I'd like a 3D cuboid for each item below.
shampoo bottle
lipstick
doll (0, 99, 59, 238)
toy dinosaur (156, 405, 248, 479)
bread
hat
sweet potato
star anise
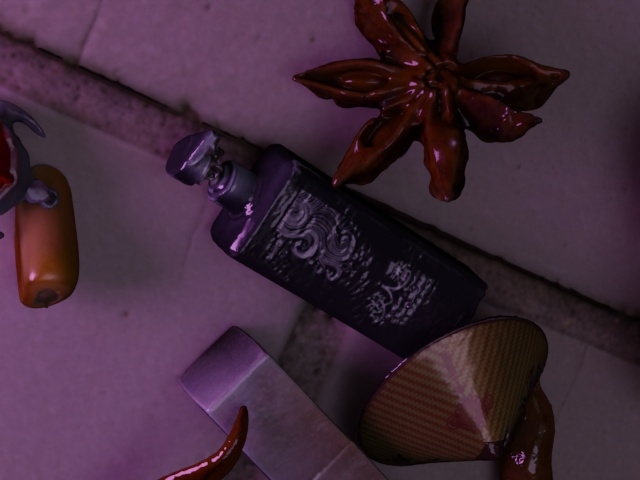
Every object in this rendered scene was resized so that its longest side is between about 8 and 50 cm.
[{"bbox_3d":[-0.001,0.001,1.516,0.309,0.071,0.098,32,99,-30],"label":"shampoo bottle"},{"bbox_3d":[0.021,0.224,1.598,0.076,0.080,0.371,-44,120,-6],"label":"lipstick"},{"bbox_3d":[-0.282,-0.064,1.358,0.194,0.062,0.104,24,62,-25],"label":"doll"},{"bbox_3d":[-0.224,0.309,1.470,0.208,0.097,0.432,16,111,-27],"label":"toy dinosaur"},{"bbox_3d":[-0.215,0.000,1.425,0.049,0.103,0.062,0,151,-16],"label":"bread"},{"bbox_3d":[0.134,0.159,1.585,0.193,0.082,0.193,-22,145,-16],"label":"hat"},{"bbox_3d":[0.195,0.198,1.695,0.056,0.056,0.195,-2,102,-26],"label":"sweet potato"},{"bbox_3d":[0.084,-0.117,1.490,0.212,0.111,0.196,24,62,-11],"label":"star anise"}]
